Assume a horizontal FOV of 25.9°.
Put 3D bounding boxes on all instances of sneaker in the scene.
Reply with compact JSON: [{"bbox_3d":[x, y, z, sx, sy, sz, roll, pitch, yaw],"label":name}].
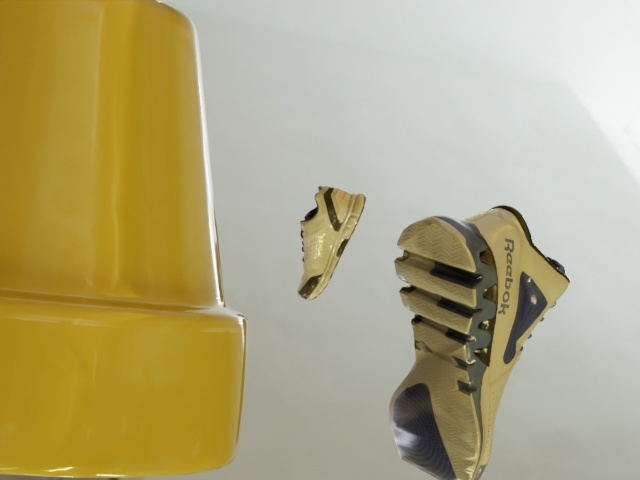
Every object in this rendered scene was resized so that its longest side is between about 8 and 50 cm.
[{"bbox_3d":[0.000,0.000,1.140,0.040,0.044,0.109,-74,-173,-62],"label":"sneaker"},{"bbox_3d":[0.177,0.096,1.439,0.182,0.315,0.127,-24,-143,-37],"label":"sneaker"}]

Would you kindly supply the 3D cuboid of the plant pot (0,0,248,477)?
[{"bbox_3d":[-0.159,-0.010,0.751,0.254,0.254,0.239,0,-96,62],"label":"plant pot"}]
